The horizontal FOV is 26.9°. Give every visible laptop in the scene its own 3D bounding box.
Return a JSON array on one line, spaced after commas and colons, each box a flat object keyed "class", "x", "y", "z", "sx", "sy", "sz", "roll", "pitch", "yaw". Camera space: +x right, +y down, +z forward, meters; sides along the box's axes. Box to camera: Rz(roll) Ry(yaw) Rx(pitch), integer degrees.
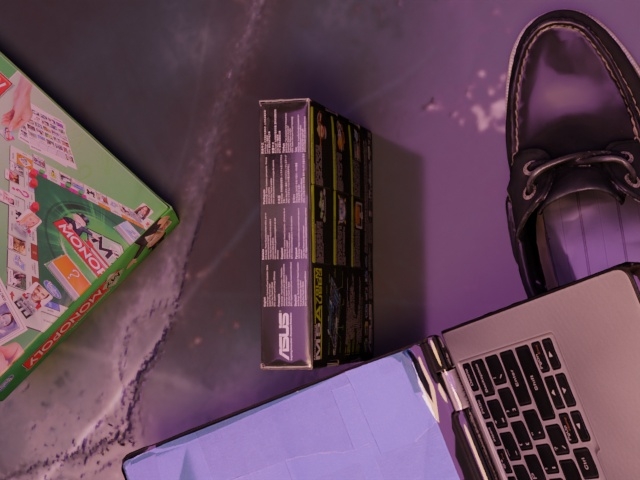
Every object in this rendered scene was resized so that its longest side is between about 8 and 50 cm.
[{"class": "laptop", "x": 0.081, "y": 0.262, "z": 0.852, "sx": 0.236, "sy": 0.408, "sz": 0.382, "roll": -20, "pitch": 85, "yaw": -22}]

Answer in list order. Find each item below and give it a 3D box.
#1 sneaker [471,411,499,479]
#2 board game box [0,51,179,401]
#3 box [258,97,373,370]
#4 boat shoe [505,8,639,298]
[{"class": "sneaker", "x": 0.180, "y": 0.233, "z": 0.981, "sx": 0.115, "sy": 0.105, "sz": 0.281, "roll": -41, "pitch": 73, "yaw": 18}, {"class": "board game box", "x": -0.306, "y": -0.047, "z": 1.141, "sx": 0.317, "sy": 0.046, "sz": 0.213, "roll": 42, "pitch": 80, "yaw": 15}, {"class": "box", "x": 0.000, "y": 0.000, "z": 1.005, "sx": 0.045, "sy": 0.184, "sz": 0.190, "roll": -1, "pitch": 88, "yaw": 18}, {"class": "boat shoe", "x": 0.199, "y": -0.013, "z": 0.982, "sx": 0.127, "sy": 0.113, "sz": 0.340, "roll": -6, "pitch": 85, "yaw": 17}]
